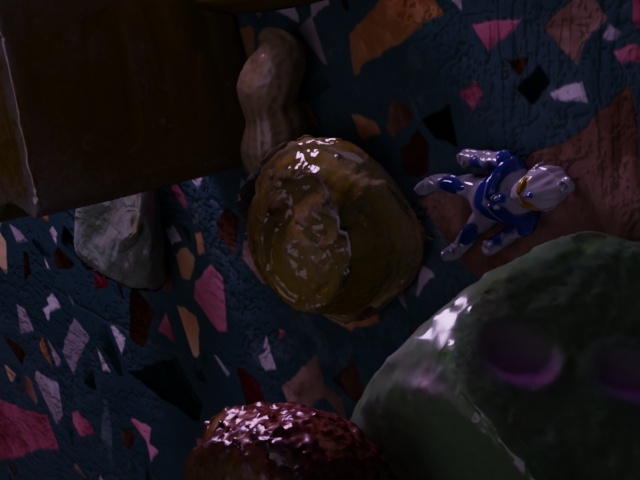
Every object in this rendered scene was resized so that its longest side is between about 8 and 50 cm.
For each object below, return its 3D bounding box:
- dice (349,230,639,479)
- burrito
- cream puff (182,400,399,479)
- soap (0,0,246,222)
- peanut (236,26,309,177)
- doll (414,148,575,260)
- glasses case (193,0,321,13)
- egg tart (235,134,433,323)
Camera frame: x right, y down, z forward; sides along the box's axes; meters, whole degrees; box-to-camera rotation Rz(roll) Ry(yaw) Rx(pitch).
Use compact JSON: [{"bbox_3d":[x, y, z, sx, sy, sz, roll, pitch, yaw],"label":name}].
[{"bbox_3d":[0.236,0.205,1.636,0.322,0.330,0.318,52,145,22],"label":"dice"},{"bbox_3d":[-0.257,-0.054,2.329,0.144,0.089,0.229,24,126,26],"label":"burrito"},{"bbox_3d":[-0.017,0.242,1.573,0.240,0.164,0.240,31,142,28],"label":"cream puff"},{"bbox_3d":[-0.254,-0.193,2.069,0.156,0.335,0.293,0,102,50],"label":"soap"},{"bbox_3d":[-0.053,-0.154,2.038,0.082,0.082,0.187,22,121,44],"label":"peanut"},{"bbox_3d":[0.179,-0.045,1.816,0.227,0.057,0.114,-19,87,55],"label":"doll"},{"bbox_3d":[-0.060,-0.286,1.982,0.234,0.079,0.064,2,98,51],"label":"glasses case"},{"bbox_3d":[0.000,0.000,1.991,0.252,0.098,0.232,-2,113,38],"label":"egg tart"}]
